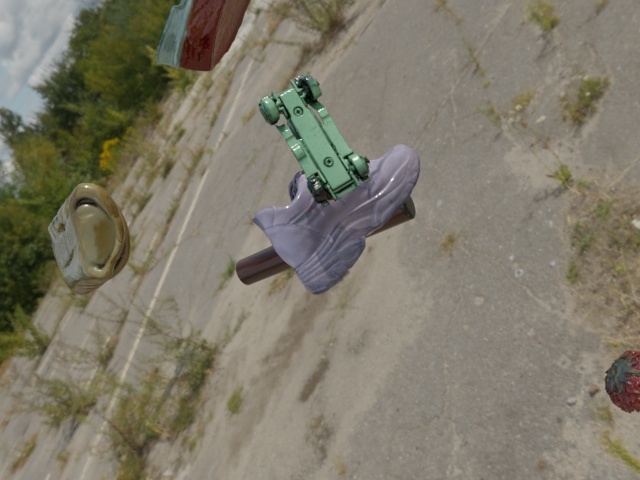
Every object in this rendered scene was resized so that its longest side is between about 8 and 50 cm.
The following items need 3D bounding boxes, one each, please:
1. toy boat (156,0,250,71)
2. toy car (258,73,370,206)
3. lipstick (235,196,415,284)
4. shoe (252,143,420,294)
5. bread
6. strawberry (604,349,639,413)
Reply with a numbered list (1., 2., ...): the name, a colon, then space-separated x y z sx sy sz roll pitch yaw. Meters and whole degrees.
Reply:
1. toy boat: -0.181 -0.433 0.893 0.145 0.133 0.331 -61 -4 -78
2. toy car: -0.007 -0.112 0.628 0.073 0.143 0.054 -32 -1 -3
3. lipstick: 0.000 0.000 0.987 0.357 0.057 0.057 -22 38 26
4. shoe: 0.026 -0.056 0.739 0.245 0.137 0.095 -50 9 -18
5. bread: -0.339 0.004 0.826 0.225 0.081 0.134 -21 84 52
6. strawberry: 0.689 0.309 1.230 0.145 0.086 0.145 -63 5 9
